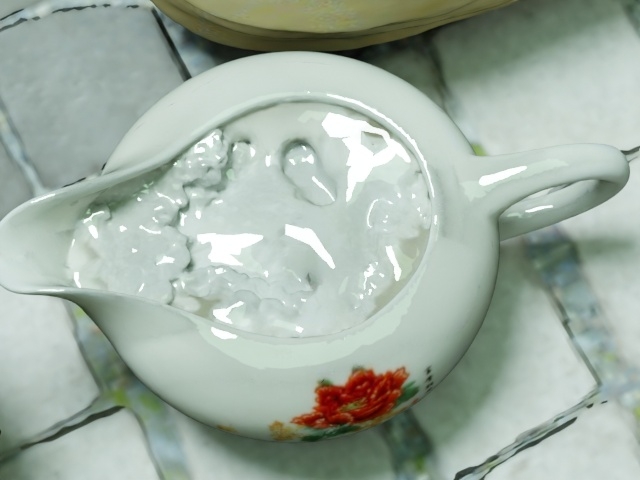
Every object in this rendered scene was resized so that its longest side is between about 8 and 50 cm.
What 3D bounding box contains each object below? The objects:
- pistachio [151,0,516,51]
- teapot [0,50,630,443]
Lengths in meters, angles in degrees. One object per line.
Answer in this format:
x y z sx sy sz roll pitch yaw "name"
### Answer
0.033 -0.147 0.662 0.229 0.157 0.157 -10 70 -5 "pistachio"
0.000 0.000 0.633 0.226 0.092 0.145 -14 73 -5 "teapot"
